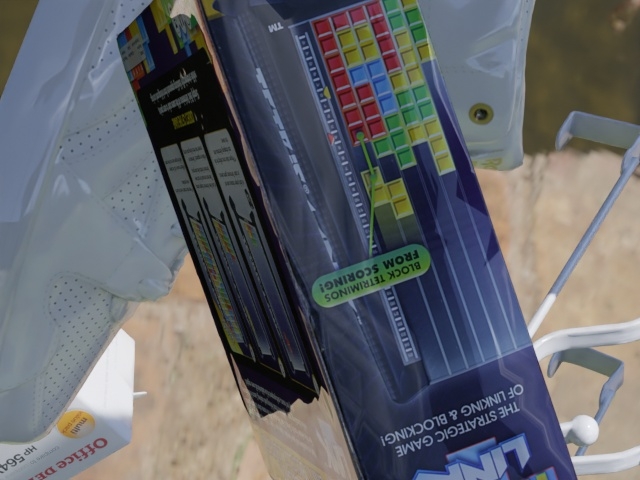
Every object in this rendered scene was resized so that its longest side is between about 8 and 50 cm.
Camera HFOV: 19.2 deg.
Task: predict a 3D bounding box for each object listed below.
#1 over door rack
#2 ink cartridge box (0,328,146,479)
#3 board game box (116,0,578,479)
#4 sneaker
[{"bbox_3d":[0.182,0.100,1.241,0.108,0.240,0.324,8,39,12],"label":"over door rack"},{"bbox_3d":[-0.173,0.076,1.081,0.092,0.143,0.090,-31,33,19],"label":"ink cartridge box"},{"bbox_3d":[0.000,0.000,0.469,0.048,0.170,0.141,-21,96,-10],"label":"board game box"},{"bbox_3d":[-0.018,-0.033,0.645,0.169,0.293,0.108,23,17,-2],"label":"sneaker"}]
